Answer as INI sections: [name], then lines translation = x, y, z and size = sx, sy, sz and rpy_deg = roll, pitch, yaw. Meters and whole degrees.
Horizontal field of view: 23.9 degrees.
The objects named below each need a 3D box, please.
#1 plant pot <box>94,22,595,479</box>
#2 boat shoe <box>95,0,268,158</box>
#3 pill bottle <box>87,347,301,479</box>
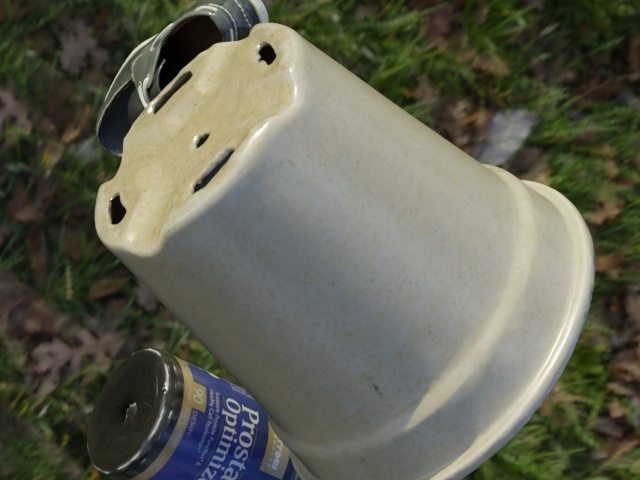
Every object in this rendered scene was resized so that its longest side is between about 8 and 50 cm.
[plant pot]
translation = 0.000, 0.000, 1.230
size = 0.305, 0.333, 0.334
rpy_deg = 41, 67, -29
[boat shoe]
translation = -0.147, -0.152, 1.433
size = 0.084, 0.233, 0.079
rpy_deg = 45, 35, -8
[pill bottle]
translation = -0.094, 0.192, 1.387
size = 0.219, 0.122, 0.123
rpy_deg = 29, 68, -34
